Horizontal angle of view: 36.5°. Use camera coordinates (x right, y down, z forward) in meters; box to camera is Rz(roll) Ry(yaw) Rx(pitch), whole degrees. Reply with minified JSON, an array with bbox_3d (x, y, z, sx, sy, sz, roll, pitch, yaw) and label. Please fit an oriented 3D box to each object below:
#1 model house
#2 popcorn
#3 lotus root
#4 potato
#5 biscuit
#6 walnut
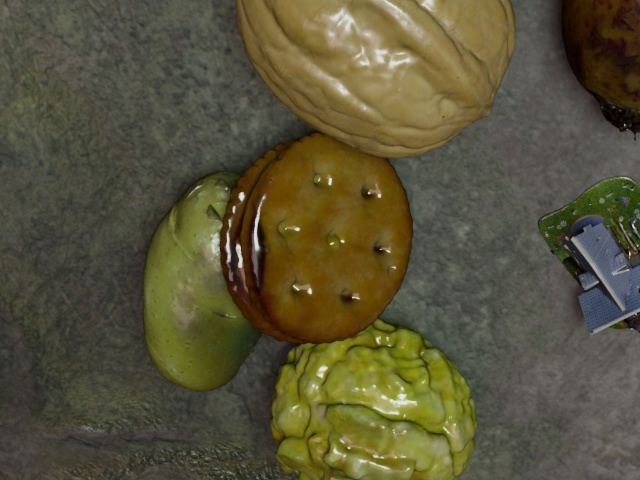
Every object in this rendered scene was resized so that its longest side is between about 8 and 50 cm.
[{"bbox_3d":[0.306,0.033,0.987,0.117,0.088,0.167,-29,106,25],"label":"model house"},{"bbox_3d":[0.055,0.214,1.078,0.259,0.212,0.259,5,110,15],"label":"popcorn"},{"bbox_3d":[0.295,-0.223,0.834,0.169,0.141,0.314,5,116,15],"label":"lotus root"},{"bbox_3d":[-0.113,0.047,1.055,0.143,0.169,0.248,27,111,36],"label":"potato"},{"bbox_3d":[0.000,0.000,0.986,0.066,0.220,0.221,6,124,52],"label":"biscuit"},{"bbox_3d":[0.051,-0.195,0.877,0.261,0.225,0.225,39,118,-5],"label":"walnut"}]
